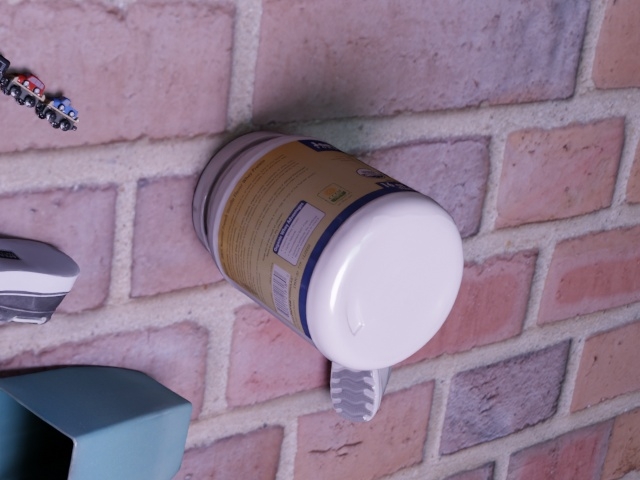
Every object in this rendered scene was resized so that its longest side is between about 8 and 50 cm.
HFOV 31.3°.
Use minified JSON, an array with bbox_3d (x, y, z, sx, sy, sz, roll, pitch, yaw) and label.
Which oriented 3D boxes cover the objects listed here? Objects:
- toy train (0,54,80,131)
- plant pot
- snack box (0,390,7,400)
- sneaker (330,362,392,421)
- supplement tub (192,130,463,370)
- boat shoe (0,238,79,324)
[{"bbox_3d":[-0.329,-0.170,1.279,0.158,0.027,0.036,37,76,-44],"label":"toy train"},{"bbox_3d":[-0.284,0.257,1.447,0.234,0.166,0.165,-12,120,-51],"label":"plant pot"},{"bbox_3d":[-0.444,0.147,1.354,0.064,0.022,0.178,-41,133,-16],"label":"snack box"},{"bbox_3d":[0.066,0.128,1.740,0.115,0.105,0.281,-39,138,-66],"label":"sneaker"},{"bbox_3d":[0.000,0.000,1.438,0.228,0.316,0.228,-19,124,-31],"label":"supplement tub"},{"bbox_3d":[-0.407,0.050,1.266,0.105,0.113,0.306,-60,154,13],"label":"boat shoe"}]
